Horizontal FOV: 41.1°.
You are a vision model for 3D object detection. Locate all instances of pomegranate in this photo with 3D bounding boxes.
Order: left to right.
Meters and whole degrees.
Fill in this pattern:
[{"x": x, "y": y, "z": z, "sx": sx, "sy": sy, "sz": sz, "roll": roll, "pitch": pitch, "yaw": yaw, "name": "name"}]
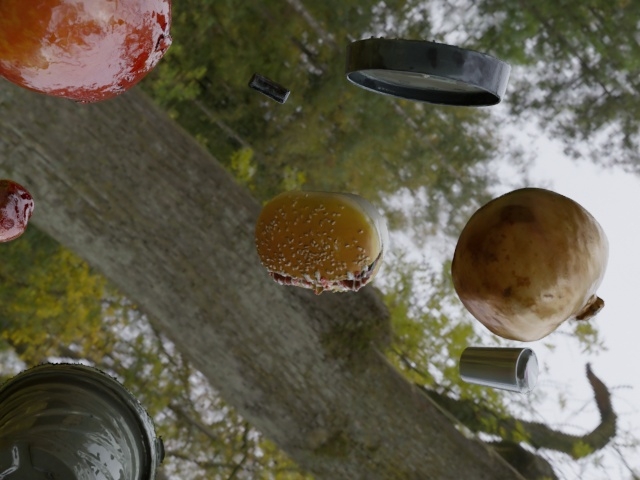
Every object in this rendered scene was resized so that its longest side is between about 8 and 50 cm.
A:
[{"x": 0.313, "y": 0.037, "z": 1.268, "sx": 0.248, "sy": 0.248, "sz": 0.248, "roll": -41, "pitch": -161, "yaw": 17, "name": "pomegranate"}]

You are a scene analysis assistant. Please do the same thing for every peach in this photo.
[{"x": -0.510, "y": -0.048, "z": 1.364, "sx": 0.100, "sy": 0.100, "sz": 0.101, "roll": -41, "pitch": -161, "yaw": 17, "name": "peach"}, {"x": -0.426, "y": -0.396, "z": 1.432, "sx": 0.370, "sy": 0.370, "sz": 0.370, "roll": -41, "pitch": -161, "yaw": 17, "name": "peach"}]

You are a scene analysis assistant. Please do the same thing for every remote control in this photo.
[{"x": -0.119, "y": -0.352, "z": 1.967, "sx": 0.039, "sy": 0.096, "sz": 0.014, "roll": -62, "pitch": -177, "yaw": 2, "name": "remote control"}]

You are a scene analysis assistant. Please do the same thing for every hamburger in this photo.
[{"x": 0.000, "y": 0.000, "z": 1.837, "sx": 0.295, "sy": 0.227, "sz": 0.151, "roll": 5, "pitch": -154, "yaw": 32, "name": "hamburger"}]

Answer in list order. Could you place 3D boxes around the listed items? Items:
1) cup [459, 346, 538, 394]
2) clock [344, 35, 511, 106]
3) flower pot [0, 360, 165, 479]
[{"x": 0.298, "y": 0.211, "z": 1.390, "sx": 0.116, "sy": 0.104, "sz": 0.074, "roll": -1, "pitch": -108, "yaw": 42, "name": "cup"}, {"x": 0.241, "y": -0.381, "z": 1.962, "sx": 0.386, "sy": 0.386, "sz": 0.077, "roll": -169, "pitch": -92, "yaw": -69, "name": "clock"}, {"x": -0.317, "y": 0.272, "z": 1.006, "sx": 0.235, "sy": 0.235, "sz": 0.140, "roll": -42, "pitch": -174, "yaw": 13, "name": "flower pot"}]
